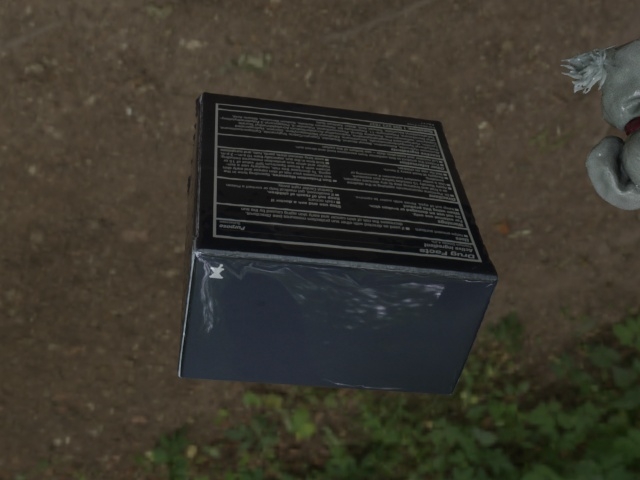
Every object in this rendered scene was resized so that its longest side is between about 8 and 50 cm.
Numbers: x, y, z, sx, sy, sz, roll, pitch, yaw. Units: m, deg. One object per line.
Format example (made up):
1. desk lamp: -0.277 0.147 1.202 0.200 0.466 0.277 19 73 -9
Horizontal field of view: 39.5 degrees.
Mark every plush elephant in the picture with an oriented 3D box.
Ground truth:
1. plush elephant: 0.548 -0.192 1.400 0.330 0.255 0.272 -15 179 -23

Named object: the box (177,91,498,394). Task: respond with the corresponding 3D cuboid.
1. box: 0.000 0.000 0.975 0.296 0.294 0.182 6 127 -10
